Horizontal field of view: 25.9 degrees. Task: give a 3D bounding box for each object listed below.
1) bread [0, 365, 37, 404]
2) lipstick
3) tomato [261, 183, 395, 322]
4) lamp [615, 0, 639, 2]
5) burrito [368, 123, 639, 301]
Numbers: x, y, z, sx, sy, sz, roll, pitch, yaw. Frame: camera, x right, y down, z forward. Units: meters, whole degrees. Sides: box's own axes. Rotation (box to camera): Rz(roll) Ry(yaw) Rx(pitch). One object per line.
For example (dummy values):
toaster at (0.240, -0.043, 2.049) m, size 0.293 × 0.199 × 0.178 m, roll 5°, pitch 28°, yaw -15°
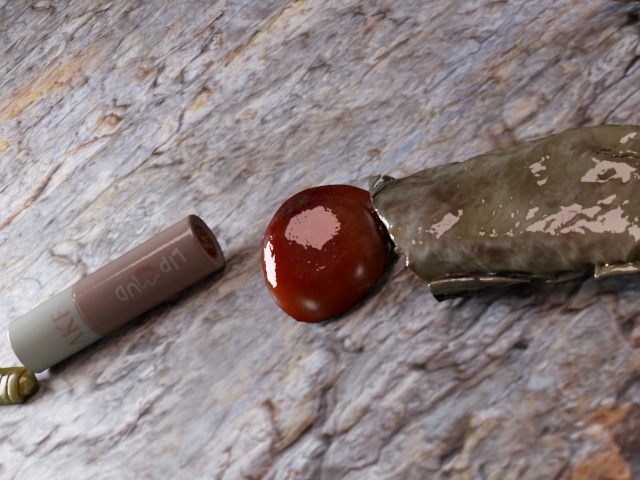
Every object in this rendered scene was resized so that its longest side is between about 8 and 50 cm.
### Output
bread at (-0.363, 0.166, 1.603) m, size 0.088 × 0.034 × 0.049 m, roll -5°, pitch 48°, yaw 44°
lipstick at (-0.232, 0.062, 1.568) m, size 0.254 × 0.070 × 0.070 m, roll -30°, pitch 30°, yaw 13°
tomato at (0.000, 0.000, 1.379) m, size 0.139 × 0.091 × 0.159 m, roll -24°, pitch 34°, yaw 25°
lamp at (0.322, -0.312, 1.430) m, size 0.136 × 0.136 × 0.136 m, roll -28°, pitch 30°, yaw 18°
burrito at (0.158, -0.021, 1.228) m, size 0.347 × 0.107 × 0.175 m, roll -6°, pitch 28°, yaw 40°
